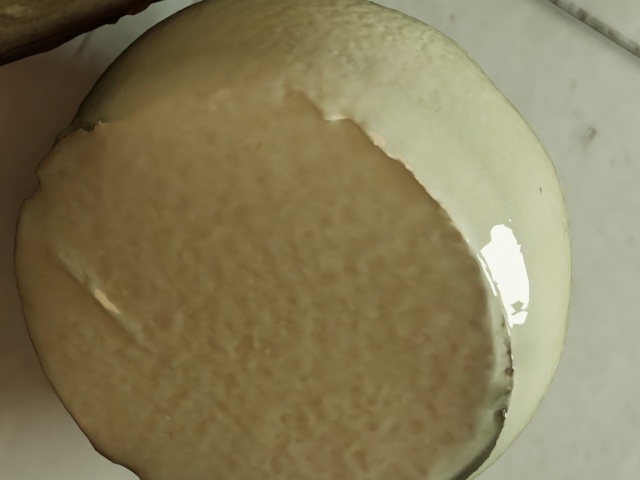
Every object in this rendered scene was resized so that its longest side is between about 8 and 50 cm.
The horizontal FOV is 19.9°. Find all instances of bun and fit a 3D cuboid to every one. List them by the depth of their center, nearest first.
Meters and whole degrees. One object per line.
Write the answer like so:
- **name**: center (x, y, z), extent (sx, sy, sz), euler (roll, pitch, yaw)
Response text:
- **bun**: center (0.000, 0.000, 0.578), extent (0.173, 0.120, 0.172), euler (9, 119, 17)

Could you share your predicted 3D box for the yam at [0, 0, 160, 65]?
- **yam**: center (-0.040, -0.136, 0.549), extent (0.280, 0.131, 0.131), euler (-23, 102, -5)
